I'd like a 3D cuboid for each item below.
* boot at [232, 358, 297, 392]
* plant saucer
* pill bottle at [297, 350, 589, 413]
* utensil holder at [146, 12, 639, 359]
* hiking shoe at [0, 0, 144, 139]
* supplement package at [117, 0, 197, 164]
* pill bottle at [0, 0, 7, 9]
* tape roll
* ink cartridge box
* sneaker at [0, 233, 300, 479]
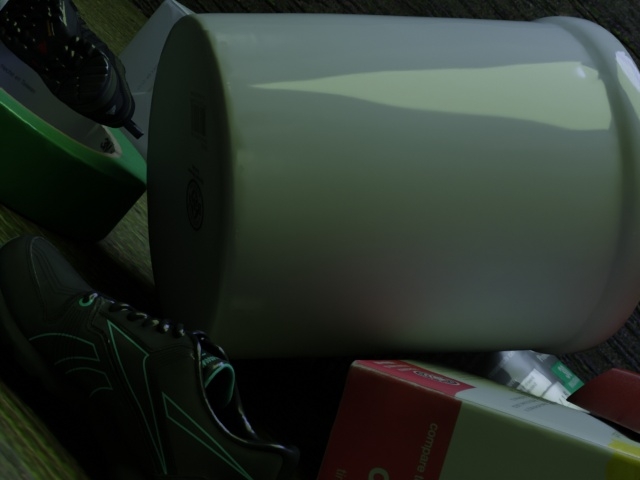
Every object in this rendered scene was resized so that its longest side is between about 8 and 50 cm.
[{"bbox_3d":[-0.071,0.095,1.279,0.121,0.045,0.099,46,7,-25],"label":"boot"},{"bbox_3d":[0.359,0.165,1.052,0.259,0.048,0.258,19,-2,-1],"label":"plant saucer"},{"bbox_3d":[0.106,0.124,1.391,0.361,0.204,0.204,43,8,11],"label":"pill bottle"},{"bbox_3d":[0.059,-0.047,1.158,0.385,0.327,0.327,-2,27,-20],"label":"utensil holder"},{"bbox_3d":[-0.258,-0.185,1.285,0.227,0.086,0.114,55,1,38],"label":"hiking shoe"},{"bbox_3d":[-0.195,-0.213,1.815,0.149,0.194,0.203,44,9,13],"label":"supplement package"},{"bbox_3d":[-0.357,-0.268,1.134,0.169,0.094,0.094,38,8,-22],"label":"pill bottle"},{"bbox_3d":[-0.313,-0.132,1.239,0.321,0.077,0.321,41,8,-7],"label":"tape roll"},{"bbox_3d":[0.212,0.225,0.996,0.384,0.160,0.279,17,-1,18],"label":"ink cartridge box"},{"bbox_3d":[-0.116,0.086,0.824,0.267,0.106,0.101,50,11,20],"label":"sneaker"}]
